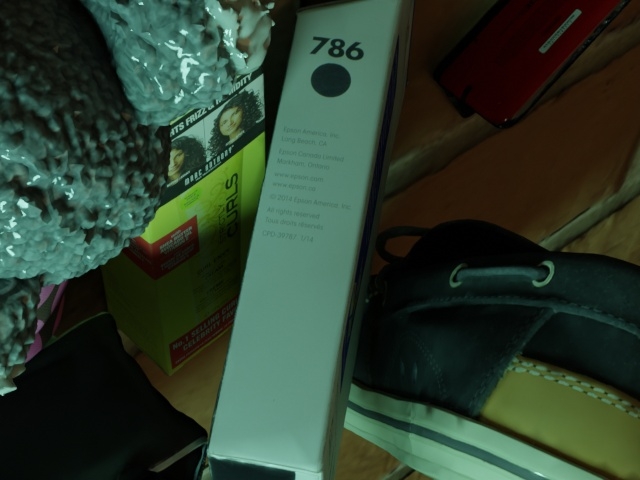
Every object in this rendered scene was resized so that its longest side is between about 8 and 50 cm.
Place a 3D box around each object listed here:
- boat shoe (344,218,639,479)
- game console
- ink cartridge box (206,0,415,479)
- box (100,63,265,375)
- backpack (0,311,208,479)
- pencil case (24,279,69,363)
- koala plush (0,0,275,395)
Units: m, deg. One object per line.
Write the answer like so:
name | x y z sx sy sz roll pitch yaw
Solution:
boat shoe | 0.102 0.076 1.030 0.156 0.186 0.500 -66 -170 -5
game console | 0.154 -0.130 1.094 0.144 0.124 0.085 -48 130 2
ink cartridge box | 0.000 0.000 0.924 0.165 0.065 0.333 90 11 -61
box | -0.078 -0.021 0.906 0.087 0.058 0.232 -37 155 -24
backpack | -0.182 0.168 0.868 0.225 0.191 0.254 -33 150 -29
pencil case | -0.134 -0.040 0.753 0.098 0.095 0.209 -83 -165 -50
koala plush | -0.134 -0.064 0.539 0.196 0.221 0.203 -48 156 4
